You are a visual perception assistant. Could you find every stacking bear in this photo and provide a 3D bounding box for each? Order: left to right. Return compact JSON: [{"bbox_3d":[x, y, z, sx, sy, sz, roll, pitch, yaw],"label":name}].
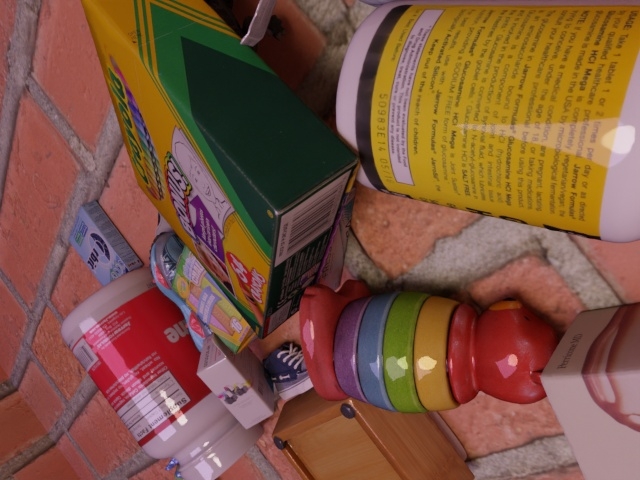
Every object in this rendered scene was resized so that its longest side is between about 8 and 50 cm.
[{"bbox_3d":[0.142,0.133,0.659,0.289,0.175,0.164,-2,88,29],"label":"stacking bear"}]

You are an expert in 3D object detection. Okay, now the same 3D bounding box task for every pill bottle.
[{"bbox_3d":[-0.302,0.272,1.060,0.407,0.229,0.229,52,135,5],"label":"pill bottle"},{"bbox_3d":[0.195,-0.104,0.454,0.334,0.188,0.187,17,123,34],"label":"pill bottle"}]

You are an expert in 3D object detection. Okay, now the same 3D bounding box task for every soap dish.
[{"bbox_3d":[0.064,0.331,0.860,0.229,0.118,0.291,52,134,5],"label":"soap dish"}]

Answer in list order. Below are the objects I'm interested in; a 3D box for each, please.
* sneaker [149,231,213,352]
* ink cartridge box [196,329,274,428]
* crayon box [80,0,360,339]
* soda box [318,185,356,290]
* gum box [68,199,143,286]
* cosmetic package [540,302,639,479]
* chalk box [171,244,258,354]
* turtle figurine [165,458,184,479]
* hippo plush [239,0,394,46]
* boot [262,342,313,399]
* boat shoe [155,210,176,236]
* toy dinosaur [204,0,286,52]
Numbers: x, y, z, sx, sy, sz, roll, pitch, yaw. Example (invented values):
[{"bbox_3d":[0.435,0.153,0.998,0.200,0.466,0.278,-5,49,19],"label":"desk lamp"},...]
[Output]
[{"bbox_3d":[-0.209,0.088,0.990,0.125,0.104,0.261,-23,103,29],"label":"sneaker"},{"bbox_3d":[-0.154,0.222,0.924,0.062,0.104,0.181,-31,112,7],"label":"ink cartridge box"},{"bbox_3d":[-0.124,-0.076,0.643,0.313,0.106,0.363,47,156,15],"label":"crayon box"},{"bbox_3d":[0.000,0.000,0.767,0.058,0.063,0.183,29,130,27],"label":"soda box"},{"bbox_3d":[-0.494,0.025,1.218,0.184,0.041,0.157,52,135,6],"label":"gum box"},{"bbox_3d":[0.374,0.122,0.458,0.296,0.153,0.129,-22,96,44],"label":"cosmetic package"},{"bbox_3d":[-0.149,0.050,0.875,0.213,0.132,0.132,44,134,14],"label":"chalk box"},{"bbox_3d":[-0.310,0.708,1.337,0.275,0.198,0.266,23,130,34],"label":"turtle figurine"},{"bbox_3d":[-0.014,-0.353,0.511,0.294,0.234,0.236,-45,50,19],"label":"hippo plush"},{"bbox_3d":[-0.042,0.214,0.917,0.086,0.069,0.190,55,139,7],"label":"boot"},{"bbox_3d":[-0.288,-0.042,1.008,0.046,0.038,0.125,4,132,-8],"label":"boat shoe"},{"bbox_3d":[-0.141,-0.280,0.686,0.160,0.121,0.313,-27,91,52],"label":"toy dinosaur"}]
